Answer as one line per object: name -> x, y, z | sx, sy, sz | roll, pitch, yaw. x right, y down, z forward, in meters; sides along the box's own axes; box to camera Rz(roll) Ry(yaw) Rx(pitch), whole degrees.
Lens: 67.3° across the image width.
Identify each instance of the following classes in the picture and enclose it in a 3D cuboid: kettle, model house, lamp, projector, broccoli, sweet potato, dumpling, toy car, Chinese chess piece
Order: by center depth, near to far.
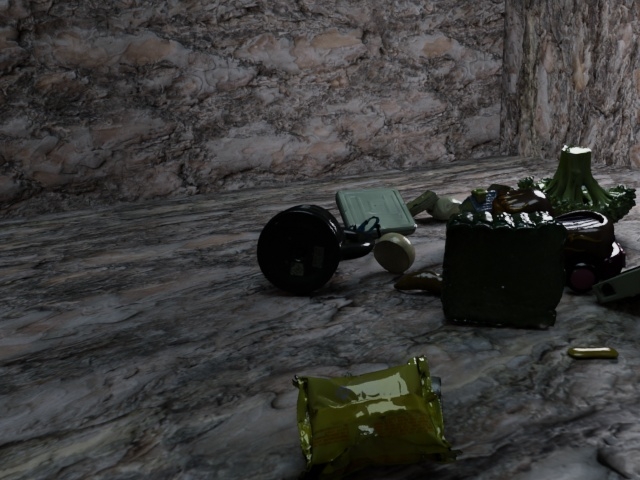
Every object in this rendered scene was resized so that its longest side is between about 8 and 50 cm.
projector -> 0.796, 0.067, 1.072 | 0.258, 0.079, 0.257 | -12, -16, -27
sweet potato -> 0.306, 0.115, 1.227 | 0.249, 0.060, 0.069 | 11, 41, 31
toy car -> 0.608, -0.018, 1.279 | 0.340, 0.241, 0.271 | -3, 17, 21
Chinese chess piece -> 0.215, 0.036, 1.396 | 0.122, 0.122, 0.051 | 8, 35, 36
kettle -> 0.000, 0.000, 1.406 | 0.320, 0.229, 0.324 | 1, 12, 6
model house -> 0.565, -0.081, 1.579 | 0.213, 0.190, 0.195 | -9, 16, -16
broccoli -> 0.857, -0.141, 1.634 | 0.374, 0.302, 0.249 | 10, 59, 27
lamp -> 0.210, -0.111, 1.866 | 0.266, 0.047, 0.269 | -5, 42, -11
dumpling -> 0.527, -0.123, 1.963 | 0.134, 0.100, 0.169 | 18, -36, -36

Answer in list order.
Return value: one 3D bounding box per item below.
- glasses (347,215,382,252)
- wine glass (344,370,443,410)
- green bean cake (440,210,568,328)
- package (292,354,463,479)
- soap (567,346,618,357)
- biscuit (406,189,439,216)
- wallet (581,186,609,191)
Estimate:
glasses -> 0.179, -0.015, 1.616 | 0.206, 0.103, 0.239 | 8, 19, 35
wine glass -> 0.115, 0.251, 0.769 | 0.155, 0.072, 0.072 | 0, 16, 11
green bean cake -> 0.395, 0.059, 1.059 | 0.254, 0.242, 0.132 | 0, 12, 13
package -> 0.069, 0.252, 0.675 | 0.226, 0.090, 0.169 | -10, 49, 0
soap -> 0.516, 0.212, 0.911 | 0.089, 0.012, 0.034 | -3, 16, 4
biscuit -> 0.411, -0.152, 1.980 | 0.147, 0.046, 0.250 | -36, 3, 8
wallet -> 1.104, -0.187, 2.082 | 0.341, 0.075, 0.237 | -13, 21, -31
